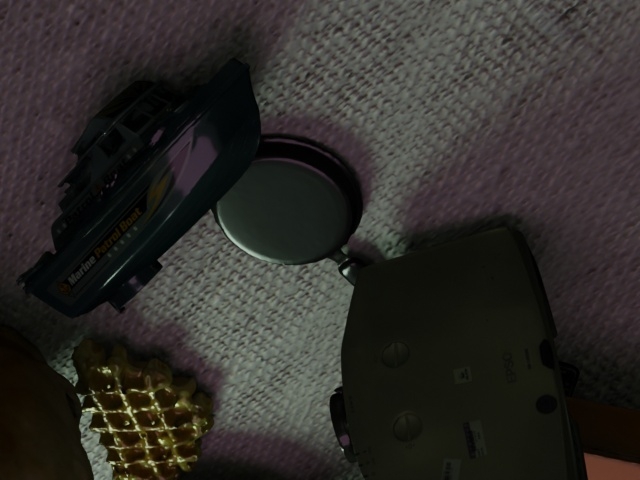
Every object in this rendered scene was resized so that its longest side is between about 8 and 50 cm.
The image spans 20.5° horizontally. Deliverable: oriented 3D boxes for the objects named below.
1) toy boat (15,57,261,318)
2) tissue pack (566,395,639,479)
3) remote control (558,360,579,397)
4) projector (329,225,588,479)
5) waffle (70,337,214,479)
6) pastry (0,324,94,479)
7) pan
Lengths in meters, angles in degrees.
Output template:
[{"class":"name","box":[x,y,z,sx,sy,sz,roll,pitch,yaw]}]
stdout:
[{"class":"toy boat","box":[-0.143,-0.054,1.451,0.122,0.114,0.296,42,128,-3]},{"class":"tissue pack","box":[0.200,0.239,1.599,0.274,0.145,0.194,11,111,9]},{"class":"remote control","box":[0.214,0.143,1.646,0.039,0.014,0.096,14,135,4]},{"class":"projector","box":[0.110,0.134,1.467,0.193,0.269,0.088,-16,146,12]},{"class":"waffle","box":[-0.187,0.175,1.720,0.160,0.046,0.192,20,135,-14]},{"class":"pastry","box":[-0.402,0.229,1.590,0.409,0.409,0.245,1,123,8]},{"class":"pan","box":[0.000,0.000,1.535,0.136,0.028,0.235,-27,124,31]}]
